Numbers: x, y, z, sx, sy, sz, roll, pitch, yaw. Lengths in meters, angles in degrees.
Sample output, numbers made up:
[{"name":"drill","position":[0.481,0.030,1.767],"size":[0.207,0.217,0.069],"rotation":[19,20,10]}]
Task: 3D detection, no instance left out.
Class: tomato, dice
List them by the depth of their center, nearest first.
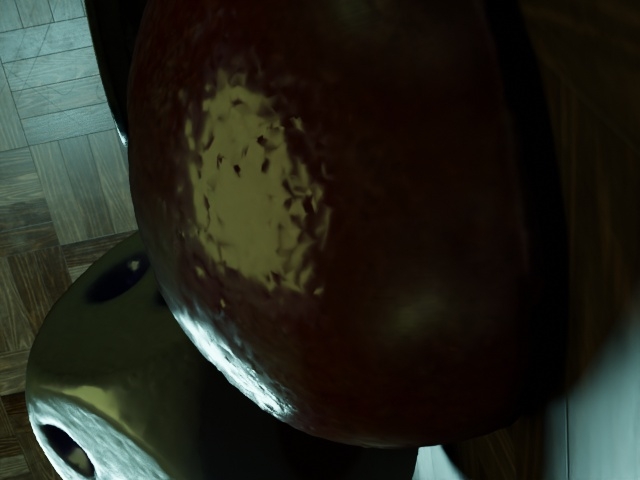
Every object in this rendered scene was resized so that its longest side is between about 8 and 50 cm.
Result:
[{"name":"tomato","position":[-0.013,-0.055,0.521],"size":[0.289,0.176,0.335],"rotation":[113,146,-78]},{"name":"dice","position":[-0.080,0.133,0.860],"size":[0.251,0.243,0.259],"rotation":[0,129,47]}]

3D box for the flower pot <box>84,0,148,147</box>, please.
[{"name":"flower pot","position":[-0.082,-0.199,0.814],"size":[0.212,0.202,0.212],"rotation":[167,90,-87]}]
